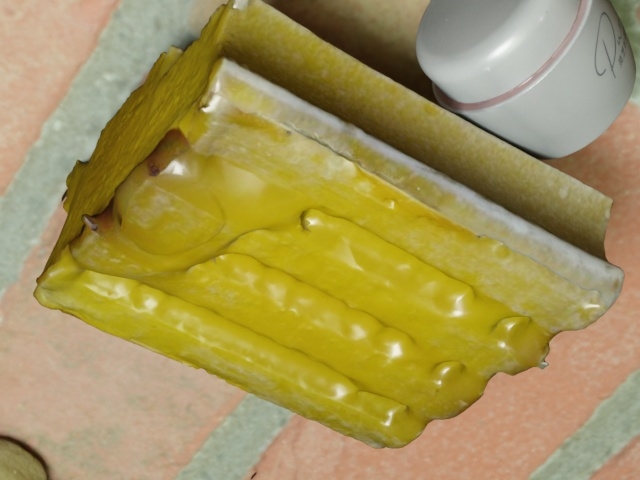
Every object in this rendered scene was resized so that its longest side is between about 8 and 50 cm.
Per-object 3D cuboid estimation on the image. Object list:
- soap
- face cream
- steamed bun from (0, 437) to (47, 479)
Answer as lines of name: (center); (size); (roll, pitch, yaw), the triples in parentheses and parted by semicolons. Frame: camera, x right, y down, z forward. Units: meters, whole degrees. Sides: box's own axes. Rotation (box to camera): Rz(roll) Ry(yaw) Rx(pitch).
soap: (0.000, 0.000, 0.858); (0.281, 0.143, 0.259); (29, 141, -19)
face cream: (0.124, -0.113, 0.837); (0.117, 0.117, 0.104); (-39, 124, 20)
steamed bun: (-0.271, 0.241, 1.052); (0.177, 0.106, 0.192); (-15, 120, 5)
